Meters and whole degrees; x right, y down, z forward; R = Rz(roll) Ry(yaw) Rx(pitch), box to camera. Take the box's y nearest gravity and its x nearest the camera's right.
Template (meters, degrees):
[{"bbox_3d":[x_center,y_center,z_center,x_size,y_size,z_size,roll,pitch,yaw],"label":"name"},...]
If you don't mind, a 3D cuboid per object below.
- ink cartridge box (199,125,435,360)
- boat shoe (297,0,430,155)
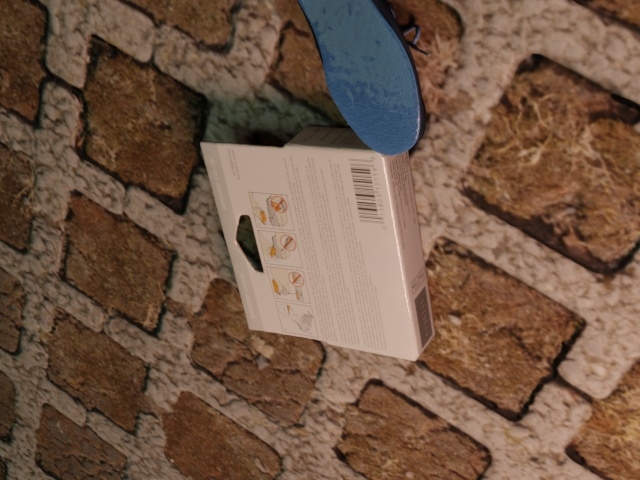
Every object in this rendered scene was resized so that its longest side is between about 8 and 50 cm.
[{"bbox_3d":[0.000,0.000,1.160,0.239,0.060,0.275,8,124,31],"label":"ink cartridge box"},{"bbox_3d":[0.045,-0.213,0.970,0.109,0.089,0.258,-14,107,25],"label":"boat shoe"}]
